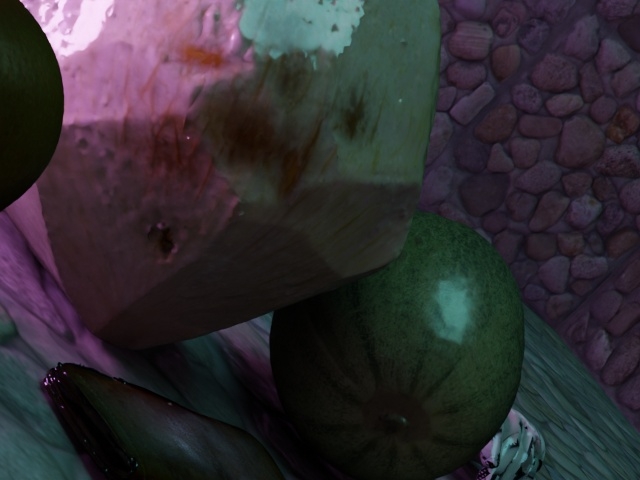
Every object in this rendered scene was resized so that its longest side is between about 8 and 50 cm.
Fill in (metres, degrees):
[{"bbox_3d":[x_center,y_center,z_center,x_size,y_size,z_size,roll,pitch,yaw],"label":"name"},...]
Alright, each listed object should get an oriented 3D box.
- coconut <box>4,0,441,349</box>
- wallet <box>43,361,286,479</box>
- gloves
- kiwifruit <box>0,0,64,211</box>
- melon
[{"bbox_3d":[-0.099,-0.105,1.284,0.415,0.415,0.344,48,-1,24],"label":"coconut"},{"bbox_3d":[-0.092,0.160,1.127,0.255,0.031,0.137,35,12,-50],"label":"wallet"},{"bbox_3d":[0.209,0.246,1.890,0.128,0.111,0.212,55,-4,3],"label":"gloves"},{"bbox_3d":[-0.268,-0.093,0.977,0.196,0.196,0.234,46,13,13],"label":"kiwifruit"},{"bbox_3d":[0.072,0.099,1.470,0.248,0.248,0.329,43,15,-8],"label":"melon"}]
